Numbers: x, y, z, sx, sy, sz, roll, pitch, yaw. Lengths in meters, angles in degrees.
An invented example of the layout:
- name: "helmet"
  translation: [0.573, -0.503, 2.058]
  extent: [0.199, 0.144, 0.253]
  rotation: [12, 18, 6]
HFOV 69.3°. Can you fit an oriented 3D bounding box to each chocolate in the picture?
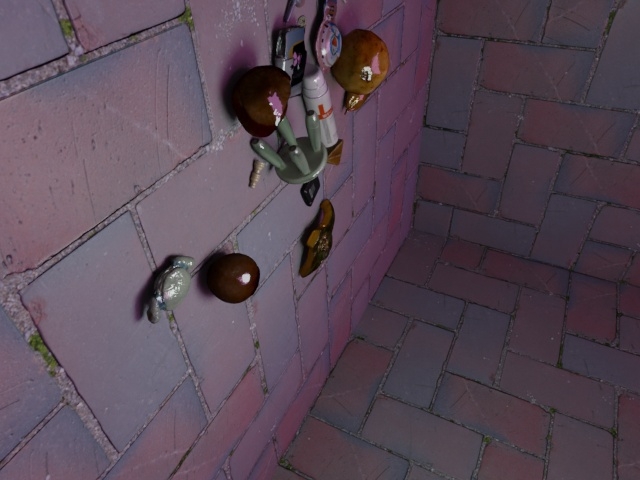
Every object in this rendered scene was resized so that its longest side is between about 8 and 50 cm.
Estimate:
- name: "chocolate"
  translation: [-0.285, 0.117, 1.467]
  extent: [0.177, 0.176, 0.177]
  rotation: [-49, 148, -46]

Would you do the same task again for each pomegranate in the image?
- name: "pomegranate"
  translation: [0.156, -0.706, 1.837]
  extent: [0.248, 0.248, 0.248]
  rotation: [-49, 148, -46]

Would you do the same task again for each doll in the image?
- name: "doll"
  translation: [-0.405, 0.125, 1.260]
  extent: [0.103, 0.071, 0.214]
  rotation: [77, 32, -53]

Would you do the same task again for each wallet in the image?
- name: "wallet"
  translation: [-0.095, -0.579, 1.521]
  extent: [0.170, 0.069, 0.231]
  rotation: [-50, 150, -54]

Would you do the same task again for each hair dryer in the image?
- name: "hair dryer"
  translation: [-0.091, -0.734, 1.470]
  extent: [0.114, 0.037, 0.063]
  rotation: [-67, 160, 5]

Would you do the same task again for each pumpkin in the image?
- name: "pumpkin"
  translation: [-0.005, -0.004, 2.116]
  extent: [0.258, 0.095, 0.290]
  rotation: [-51, 153, -51]

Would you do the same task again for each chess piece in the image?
- name: "chess piece"
  translation: [-0.214, -0.217, 1.538]
  extent: [0.035, 0.035, 0.092]
  rotation: [3, 106, -68]

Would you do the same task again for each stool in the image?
- name: "stool"
  translation: [-0.093, -0.321, 1.550]
  extent: [0.195, 0.195, 0.199]
  rotation: [-65, 152, -20]

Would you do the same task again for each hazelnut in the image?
- name: "hazelnut"
  translation: [-0.162, -0.409, 1.332]
  extent: [0.202, 0.170, 0.160]
  rotation: [-54, 155, -18]

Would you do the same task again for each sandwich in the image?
- name: "sandwich"
  translation: [0.027, -0.384, 1.945]
  extent: [0.163, 0.079, 0.114]
  rotation: [-6, 109, -65]

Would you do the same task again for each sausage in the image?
- name: "sausage"
  translation: [0.188, -0.702, 2.080]
  extent: [0.328, 0.112, 0.112]
  rotation: [-64, 157, -16]

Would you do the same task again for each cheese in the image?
- name: "cheese"
  translation: [0.029, -0.756, 1.685]
  extent: [0.189, 0.074, 0.286]
  rotation: [-37, 137, -59]

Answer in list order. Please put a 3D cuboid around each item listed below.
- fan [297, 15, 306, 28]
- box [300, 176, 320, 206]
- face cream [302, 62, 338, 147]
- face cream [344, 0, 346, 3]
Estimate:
- name: "fan"
  translation: [-0.059, -0.731, 1.581]
  extent: [0.060, 0.003, 0.080]
  rotation: [-65, 157, -18]
- name: "box"
  translation: [-0.038, -0.223, 1.969]
  extent: [0.125, 0.027, 0.126]
  rotation: [-65, 158, -21]
- name: "face cream"
  translation: [-0.003, -0.504, 1.751]
  extent: [0.102, 0.102, 0.346]
  rotation: [-64, 158, -24]
- name: "face cream"
  translation: [0.081, -0.936, 1.755]
  extent: [0.115, 0.020, 0.038]
  rotation: [-23, 126, -67]
